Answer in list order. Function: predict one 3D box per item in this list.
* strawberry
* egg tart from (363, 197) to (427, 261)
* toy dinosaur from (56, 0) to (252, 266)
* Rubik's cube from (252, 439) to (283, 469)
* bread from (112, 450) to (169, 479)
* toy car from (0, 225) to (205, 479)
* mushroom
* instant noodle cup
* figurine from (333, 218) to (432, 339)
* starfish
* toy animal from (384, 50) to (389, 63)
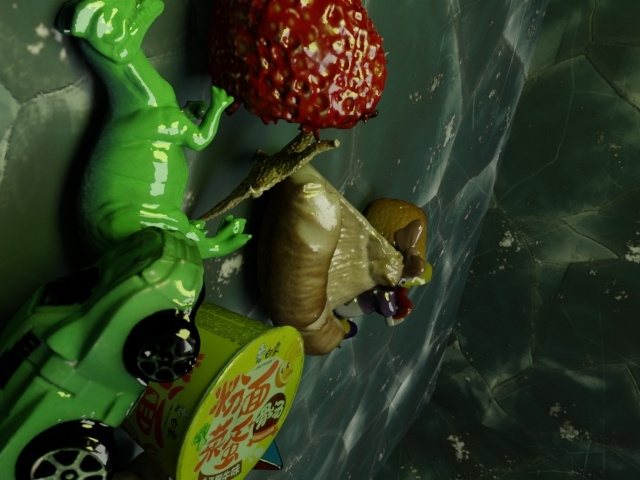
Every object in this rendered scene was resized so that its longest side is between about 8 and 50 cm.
[{"bbox_3d":[-0.034,-0.278,0.813,0.261,0.261,0.258,-22,129,-56],"label":"strawberry"},{"bbox_3d":[0.180,-0.007,1.550,0.215,0.215,0.171,51,52,-63],"label":"egg tart"},{"bbox_3d":[-0.286,-0.022,0.728,0.500,0.144,0.374,-49,137,-13],"label":"toy dinosaur"},{"bbox_3d":[-0.221,0.355,1.123,0.234,0.250,0.284,31,89,-46],"label":"Rubik's cube"},{"bbox_3d":[-0.339,0.508,0.887,0.329,0.245,0.424,-34,178,42],"label":"bread"},{"bbox_3d":[-0.273,0.136,0.661,0.176,0.213,0.359,34,99,-23],"label":"toy car"},{"bbox_3d":[-0.037,0.021,1.177,0.313,0.224,0.397,-44,140,-2],"label":"mushroom"},{"bbox_3d":[-0.200,0.233,0.971,0.311,0.221,0.311,-43,146,-39],"label":"instant noodle cup"},{"bbox_3d":[0.129,0.111,1.445,0.193,0.421,0.154,25,50,-31],"label":"figurine"},{"bbox_3d":[-0.084,-0.110,0.949,0.048,0.295,0.231,49,27,-20],"label":"starfish"},{"bbox_3d":[0.068,-0.331,1.170,0.269,0.082,0.137,-55,156,-31],"label":"toy animal"}]
